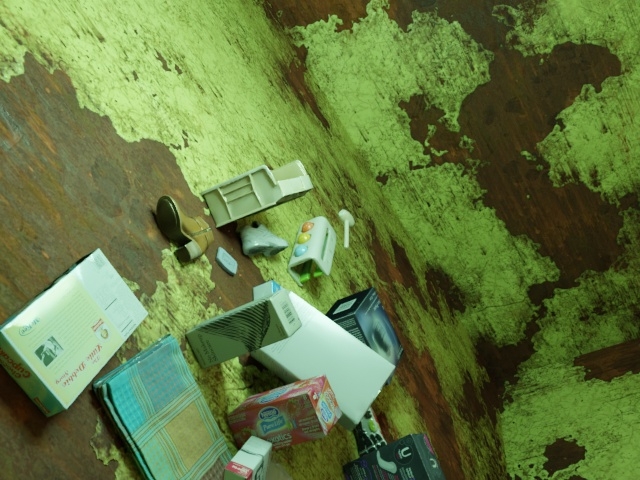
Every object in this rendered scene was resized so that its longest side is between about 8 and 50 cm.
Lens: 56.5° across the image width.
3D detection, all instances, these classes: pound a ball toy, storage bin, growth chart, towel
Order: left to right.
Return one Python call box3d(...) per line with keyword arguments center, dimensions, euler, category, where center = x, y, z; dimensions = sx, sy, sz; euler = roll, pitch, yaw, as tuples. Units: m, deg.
box3d(center=(-0.328, 0.418, 1.329), dimensions=(0.370, 0.040, 0.271), euler=(64, 24, -5), category="towel")
box3d(center=(-0.193, -0.156, 1.896), dimensions=(0.123, 0.260, 0.262), euler=(69, 23, -2), category="storage bin")
box3d(center=(-0.104, 0.681, 1.576), dimensions=(0.237, 0.021, 0.172), euler=(59, 25, -16), category="growth chart")
box3d(center=(0.000, 0.000, 2.219), dimensions=(0.136, 0.208, 0.319), euler=(54, 26, -25), category="pound a ball toy")

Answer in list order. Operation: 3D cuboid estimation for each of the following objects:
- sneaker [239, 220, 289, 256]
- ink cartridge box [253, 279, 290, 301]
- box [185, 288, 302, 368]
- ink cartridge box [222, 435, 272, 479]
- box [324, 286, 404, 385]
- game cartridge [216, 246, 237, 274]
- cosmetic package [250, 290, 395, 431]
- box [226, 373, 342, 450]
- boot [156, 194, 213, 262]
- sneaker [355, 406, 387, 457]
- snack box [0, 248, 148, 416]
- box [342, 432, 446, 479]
box3d(center=(-0.186, -0.013, 1.989), dimensions=(0.232, 0.090, 0.115), euler=(12, 54, -63), category="sneaker")
box3d(center=(-0.115, 0.238, 1.907), dimensions=(0.231, 0.078, 0.134), euler=(39, 35, -48), category="ink cartridge box")
box3d(center=(-0.194, 0.224, 1.500), dimensions=(0.113, 0.275, 0.094), euler=(64, 23, -3), category="box")
box3d(center=(-0.176, 0.559, 1.426), dimensions=(0.150, 0.063, 0.109), euler=(-33, 134, -66), category="ink cartridge box")
box3d(center=(0.157, 0.372, 2.235), dimensions=(0.294, 0.182, 0.296), euler=(64, 23, -6), category="box")
box3d(center=(-0.283, 0.065, 1.794), dimensions=(0.083, 0.017, 0.056), euler=(49, 25, -34), category="game cartridge")
box3d(center=(0.000, 0.337, 1.663), dimensions=(0.365, 0.197, 0.155), euler=(37, -24, 11), category="cosmetic package")
box3d(center=(-0.092, 0.448, 1.525), dimensions=(0.123, 0.256, 0.128), euler=(67, 23, -1), category="box")
box3d(center=(-0.371, -0.047, 1.648), dimensions=(0.152, 0.073, 0.197), euler=(-49, 125, -64), category="boot")
box3d(center=(0.183, 0.683, 2.095), dimensions=(0.118, 0.107, 0.279), euler=(24, 49, -70), category="sneaker")
box3d(center=(-0.490, 0.170, 1.190), dimensions=(0.187, 0.060, 0.322), euler=(58, 24, -16), category="snack box")
box3d(center=(0.234, 0.745, 1.900), dimensions=(0.143, 0.270, 0.165), euler=(27, 36, -55), category="box")
